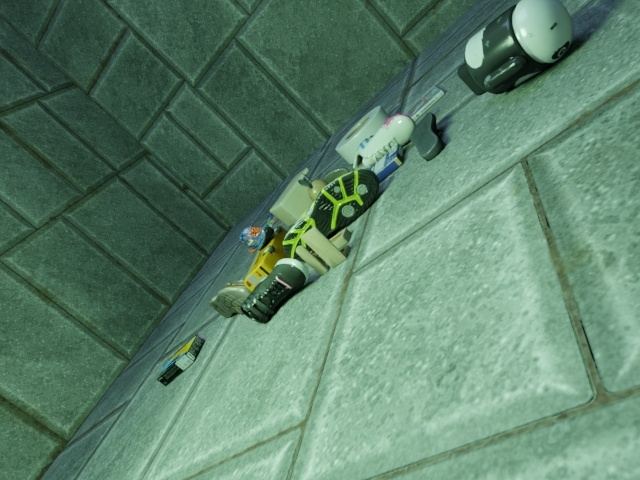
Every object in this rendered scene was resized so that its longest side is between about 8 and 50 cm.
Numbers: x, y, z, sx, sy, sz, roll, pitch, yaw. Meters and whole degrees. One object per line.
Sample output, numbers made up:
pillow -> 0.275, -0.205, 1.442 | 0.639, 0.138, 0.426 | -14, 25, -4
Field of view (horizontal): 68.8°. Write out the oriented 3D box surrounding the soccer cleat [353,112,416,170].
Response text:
soccer cleat -> 0.224, -0.332, 1.673 | 0.143, 0.116, 0.331 | -64, 15, -19

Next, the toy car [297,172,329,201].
toy car -> -0.010, -0.155, 1.654 | 0.149, 0.188, 0.155 | -41, 15, 21

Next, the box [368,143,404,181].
box -> 0.187, -0.227, 1.596 | 0.225, 0.036, 0.136 | -37, 16, 28

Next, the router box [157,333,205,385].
router box -> -0.523, 0.448, 1.758 | 0.179, 0.046, 0.133 | -41, 14, 21

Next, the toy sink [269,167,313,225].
toy sink -> -0.103, -0.198, 2.180 | 0.234, 0.131, 0.153 | -57, 17, -22

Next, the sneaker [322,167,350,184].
sneaker -> 0.054, -0.259, 1.986 | 0.222, 0.083, 0.118 | -35, 17, 41

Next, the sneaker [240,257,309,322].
sneaker -> -0.134, 0.156, 1.340 | 0.296, 0.104, 0.147 | -37, 17, 53

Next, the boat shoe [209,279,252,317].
boat shoe -> -0.303, 0.192, 1.689 | 0.116, 0.123, 0.324 | -52, 16, -30

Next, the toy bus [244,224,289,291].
toy bus -> -0.166, 0.067, 1.658 | 0.130, 0.108, 0.332 | -44, 14, 19

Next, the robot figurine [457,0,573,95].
robot figurine -> 0.482, -0.477, 1.168 | 0.278, 0.174, 0.209 | -25, 68, 57

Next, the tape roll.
tape roll -> 0.203, -0.485, 2.152 | 0.286, 0.100, 0.286 | -43, 13, 13

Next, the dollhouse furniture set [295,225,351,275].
dollhouse furniture set -> 0.000, 0.000, 1.320 | 0.144, 0.123, 0.151 | -36, 17, 35

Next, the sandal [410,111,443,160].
sandal -> 0.325, -0.303, 1.401 | 0.097, 0.054, 0.254 | -46, 21, 32

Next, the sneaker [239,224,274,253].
sneaker -> -0.240, -0.013, 1.693 | 0.083, 0.087, 0.221 | -57, 14, -29

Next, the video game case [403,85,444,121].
video game case -> 0.404, -0.540, 1.876 | 0.183, 0.023, 0.201 | -42, 15, 18

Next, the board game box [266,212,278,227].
board game box -> -0.250, -0.153, 2.684 | 0.136, 0.035, 0.201 | -44, 14, 8

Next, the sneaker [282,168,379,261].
sneaker -> 0.025, -0.100, 1.496 | 0.385, 0.145, 0.147 | -39, 16, 20
